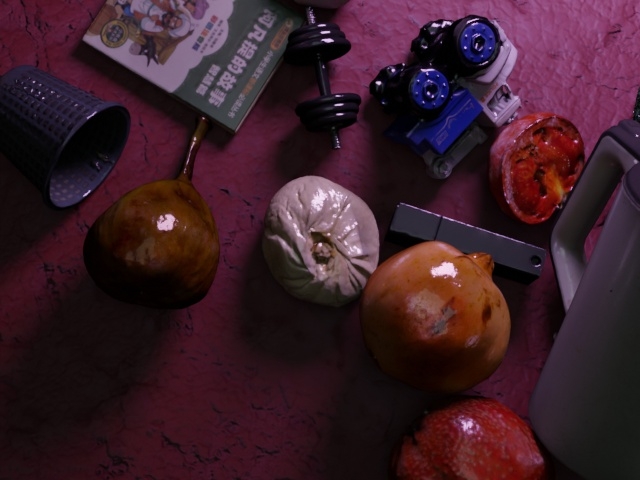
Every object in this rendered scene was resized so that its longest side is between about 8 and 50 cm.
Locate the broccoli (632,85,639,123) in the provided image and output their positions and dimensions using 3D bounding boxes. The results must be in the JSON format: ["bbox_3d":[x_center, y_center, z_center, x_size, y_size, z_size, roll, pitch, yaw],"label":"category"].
[{"bbox_3d":[0.549,-0.144,1.653,0.269,0.269,0.254,50,129,4],"label":"broccoli"}]

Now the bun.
[{"bbox_3d":[0.000,0.000,1.668,0.164,0.111,0.188,-4,81,-4],"label":"bun"}]

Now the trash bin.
[{"bbox_3d":[-0.379,-0.153,1.666,0.161,0.175,0.175,34,85,15],"label":"trash bin"}]

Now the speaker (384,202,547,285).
[{"bbox_3d":[0.202,0.005,1.681,0.218,0.082,0.044,17,79,2],"label":"speaker"}]

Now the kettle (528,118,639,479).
[{"bbox_3d":[0.415,0.073,1.544,0.250,0.361,0.377,-1,124,-22],"label":"kettle"}]

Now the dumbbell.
[{"bbox_3d":[0.003,-0.231,1.697,0.099,0.099,0.209,-11,84,-1],"label":"dumbbell"}]

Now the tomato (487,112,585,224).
[{"bbox_3d":[0.291,-0.105,1.686,0.159,0.091,0.139,-48,119,-10],"label":"tomato"}]

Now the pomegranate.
[{"bbox_3d":[0.153,0.106,1.613,0.209,0.209,0.209,0,84,0],"label":"pomegranate"}]

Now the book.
[{"bbox_3d":[-0.182,-0.305,1.740,0.264,0.027,0.202,32,84,3],"label":"book"}]

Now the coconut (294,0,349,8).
[{"bbox_3d":[0.011,-0.388,1.713,0.124,0.110,0.110,4,84,6],"label":"coconut"}]

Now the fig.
[{"bbox_3d":[-0.191,-0.031,1.649,0.190,0.191,0.290,40,68,4],"label":"fig"}]

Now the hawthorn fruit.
[{"bbox_3d":[0.218,0.325,1.594,0.253,0.205,0.205,39,85,3],"label":"hawthorn fruit"}]

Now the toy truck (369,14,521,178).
[{"bbox_3d":[0.189,-0.205,1.683,0.213,0.161,0.177,-46,106,-5],"label":"toy truck"}]
